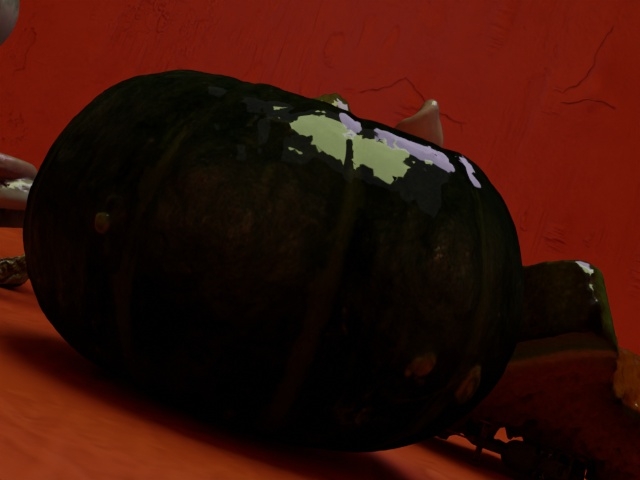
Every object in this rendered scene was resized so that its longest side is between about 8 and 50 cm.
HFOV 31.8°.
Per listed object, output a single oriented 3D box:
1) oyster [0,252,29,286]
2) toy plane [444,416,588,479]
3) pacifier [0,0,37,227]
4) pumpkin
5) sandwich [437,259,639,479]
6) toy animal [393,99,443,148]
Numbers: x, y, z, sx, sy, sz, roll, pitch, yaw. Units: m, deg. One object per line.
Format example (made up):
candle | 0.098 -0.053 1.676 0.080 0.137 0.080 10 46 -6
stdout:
oyster | -0.269 0.024 0.963 0.051 0.034 0.093 1 1 25
toy plane | 0.164 0.177 0.920 0.145 0.037 0.060 22 -7 -16
pacifier | -0.325 -0.093 0.932 0.220 0.273 0.332 -23 -5 -1
pumpkin | -0.021 0.006 0.676 0.300 0.207 0.300 21 -3 1
sandwich | 0.219 0.110 0.978 0.301 0.162 0.250 34 -38 -21
toy animal | 0.000 0.000 1.088 0.269 0.237 0.326 -6 22 10
